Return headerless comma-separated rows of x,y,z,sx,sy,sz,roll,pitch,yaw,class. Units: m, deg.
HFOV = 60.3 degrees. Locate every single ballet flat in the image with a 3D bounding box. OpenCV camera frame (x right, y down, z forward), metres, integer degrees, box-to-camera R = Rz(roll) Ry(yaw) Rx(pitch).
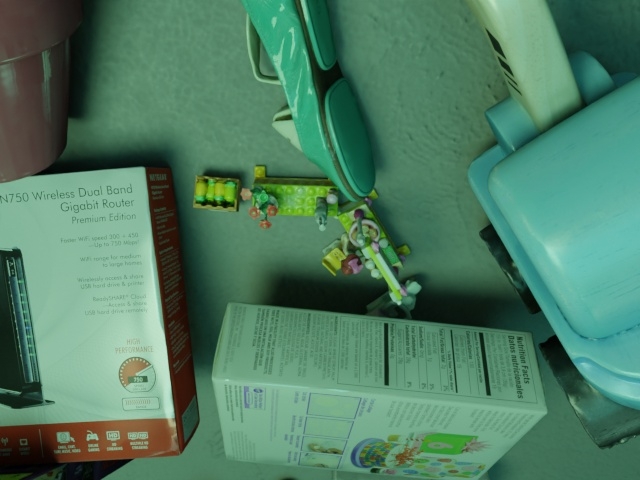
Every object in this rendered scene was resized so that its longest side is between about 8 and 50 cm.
-0.016,-0.151,0.534,0.087,0.083,0.248,-3,120,31,ballet flat

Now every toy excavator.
0.200,-0.097,0.445,0.222,0.433,0.445,-30,140,16,toy excavator

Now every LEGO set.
0.000,0.000,0.585,0.287,0.107,0.132,34,113,-15,LEGO set

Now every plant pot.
-0.305,-0.158,0.478,0.201,0.201,0.180,8,133,-2,plant pot

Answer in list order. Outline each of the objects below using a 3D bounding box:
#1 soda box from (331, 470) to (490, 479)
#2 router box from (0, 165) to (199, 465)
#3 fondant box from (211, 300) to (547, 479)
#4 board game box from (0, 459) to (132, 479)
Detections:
0.124,0.340,0.773,0.215,0.074,0.069,4,117,0,soda box
-0.318,0.083,0.598,0.335,0.082,0.302,-5,97,4,router box
0.052,0.188,0.643,0.329,0.096,0.238,7,141,-1,fondant box
-0.369,0.269,0.623,0.208,0.347,0.056,0,82,5,board game box
